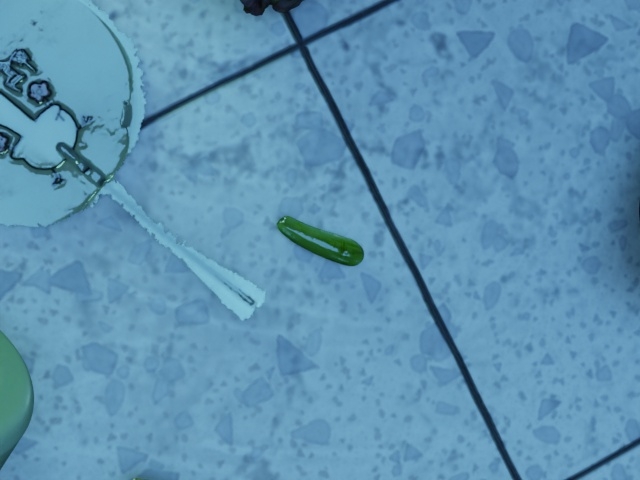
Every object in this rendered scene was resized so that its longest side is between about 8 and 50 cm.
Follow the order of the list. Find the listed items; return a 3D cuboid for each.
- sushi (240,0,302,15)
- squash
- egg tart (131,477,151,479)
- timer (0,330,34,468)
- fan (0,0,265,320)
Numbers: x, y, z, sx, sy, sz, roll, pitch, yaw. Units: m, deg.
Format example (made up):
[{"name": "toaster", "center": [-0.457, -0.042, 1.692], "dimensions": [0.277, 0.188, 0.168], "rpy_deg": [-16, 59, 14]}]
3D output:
[{"name": "sushi", "center": [-0.011, -0.328, 1.084], "dimensions": [0.270, 0.236, 0.171], "rpy_deg": [-43, 78, 22]}, {"name": "squash", "center": [0.000, 0.001, 1.191], "dimensions": [0.089, 0.027, 0.027], "rpy_deg": [21, 88, -8]}, {"name": "egg tart", "center": [-0.165, 0.268, 1.163], "dimensions": [0.105, 0.039, 0.105], "rpy_deg": [0, 92, -9]}, {"name": "timer", "center": [-0.420, 0.211, 1.035], "dimensions": [0.291, 0.291, 0.315], "rpy_deg": [21, 112, -10]}, {"name": "fan", "center": [-0.216, -0.068, 1.157], "dimensions": [0.415, 0.012, 0.233], "rpy_deg": [44, 86, -5]}]
